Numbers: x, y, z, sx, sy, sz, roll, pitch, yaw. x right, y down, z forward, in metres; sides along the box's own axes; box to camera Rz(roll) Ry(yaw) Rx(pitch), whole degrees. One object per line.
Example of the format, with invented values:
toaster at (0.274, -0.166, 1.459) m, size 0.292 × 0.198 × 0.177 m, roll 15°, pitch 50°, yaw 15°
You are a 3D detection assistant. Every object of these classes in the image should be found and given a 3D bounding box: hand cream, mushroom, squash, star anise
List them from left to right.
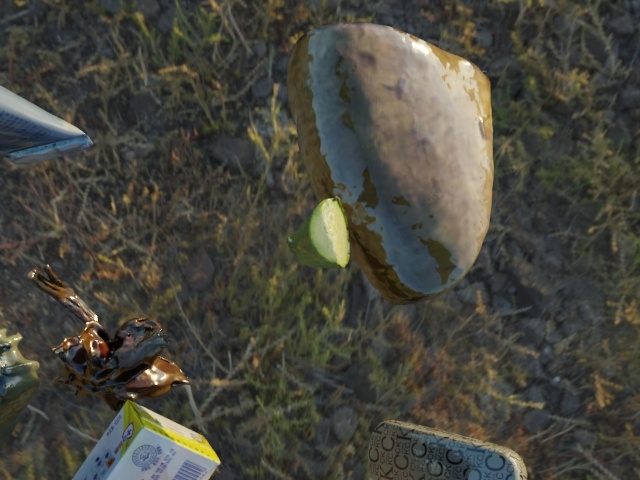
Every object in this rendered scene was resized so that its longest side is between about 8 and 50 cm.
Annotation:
hand cream at (-0.277, -0.104, 0.673) m, size 0.088 × 0.256 × 0.055 m, roll -12°, pitch 70°, yaw 21°
star anise at (-0.383, 0.176, 1.625) m, size 0.346 × 0.237 × 0.148 m, roll 43°, pitch 32°, yaw -9°
squash at (0.003, -0.001, 1.224) m, size 0.075 × 0.200 × 0.090 m, roll -22°, pitch 90°, yaw -13°
mushroom at (0.104, -0.113, 1.430) m, size 0.314 × 0.224 × 0.397 m, roll 20°, pitch 62°, yaw -40°

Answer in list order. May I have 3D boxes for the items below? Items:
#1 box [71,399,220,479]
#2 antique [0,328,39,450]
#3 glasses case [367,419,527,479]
box at (-0.313, 0.417, 1.523) m, size 0.168 × 0.097 × 0.265 m, roll 33°, pitch 91°, yaw -31°
antique at (-0.569, 0.267, 1.518) m, size 0.125 × 0.150 × 0.284 m, roll 49°, pitch 118°, yaw 15°
glasses case at (0.230, 0.430, 1.749) m, size 0.355 × 0.085 × 0.137 m, roll 5°, pitch 86°, yaw 45°
